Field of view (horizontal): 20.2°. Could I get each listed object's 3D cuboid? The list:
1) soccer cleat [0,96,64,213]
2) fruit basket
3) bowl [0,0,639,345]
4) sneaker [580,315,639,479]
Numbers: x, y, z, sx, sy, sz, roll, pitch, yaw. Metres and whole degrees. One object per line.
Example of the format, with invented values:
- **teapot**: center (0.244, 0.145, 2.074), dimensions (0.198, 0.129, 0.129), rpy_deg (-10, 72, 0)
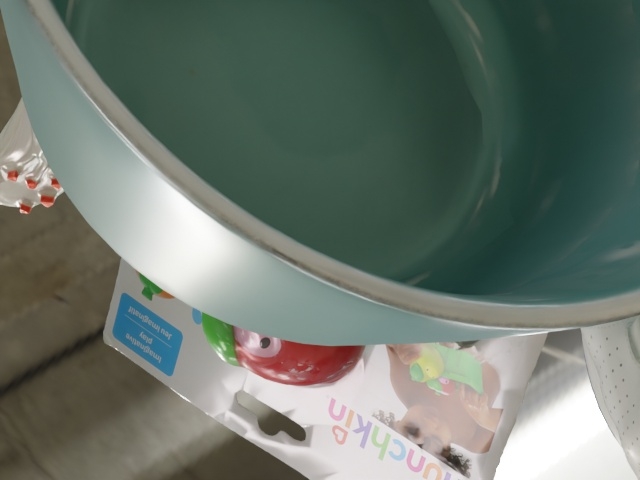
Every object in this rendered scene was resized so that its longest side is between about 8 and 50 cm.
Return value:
- **soccer cleat**: center (-0.213, -0.084, 1.390), dimensions (0.068, 0.196, 0.076), rpy_deg (19, -120, -21)
- **fruit basket**: center (0.000, 0.000, 1.154), dimensions (0.165, 0.327, 0.353), rpy_deg (-17, -47, -54)
- **bowl**: center (0.011, -0.087, 0.654), dimensions (0.311, 0.163, 0.312), rpy_deg (10, -116, -20)
- **sneaker**: center (0.168, 0.095, 0.646), dimensions (0.127, 0.182, 0.316), rpy_deg (-6, -115, 5)
